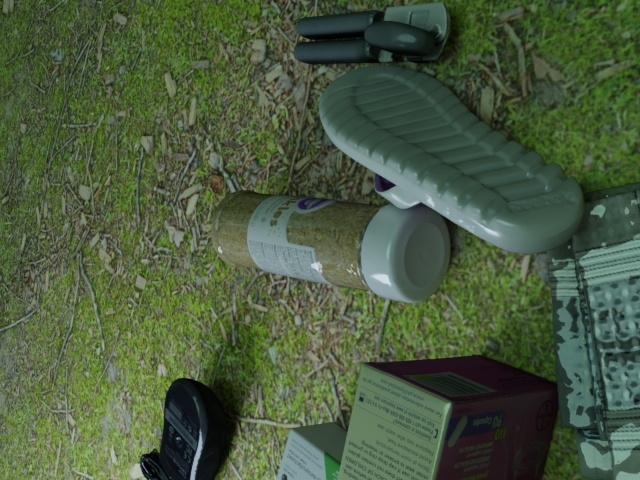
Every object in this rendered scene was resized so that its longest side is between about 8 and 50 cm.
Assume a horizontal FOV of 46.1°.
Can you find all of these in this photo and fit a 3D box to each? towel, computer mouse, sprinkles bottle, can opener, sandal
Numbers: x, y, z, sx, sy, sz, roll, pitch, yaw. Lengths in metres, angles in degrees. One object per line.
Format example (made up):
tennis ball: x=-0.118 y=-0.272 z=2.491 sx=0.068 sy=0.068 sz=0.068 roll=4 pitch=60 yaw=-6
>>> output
towel: x=0.364 y=0.080 z=0.703 sx=0.324 sy=0.056 sz=0.312 roll=-15 pitch=76 yaw=43
computer mouse: x=-0.212 y=0.334 z=1.238 sx=0.188 sy=0.072 sz=0.272 roll=40 pitch=125 yaw=37
sprinkles bottle: x=0.000 y=0.000 z=1.021 sx=0.356 sy=0.121 sz=0.121 roll=8 pitch=91 yaw=45
can opener: x=0.058 y=-0.282 z=1.022 sx=0.280 sy=0.093 sz=0.074 roll=13 pitch=96 yaw=49
sandal: x=0.126 y=-0.090 z=0.895 sx=0.416 sy=0.170 sz=0.102 roll=49 pitch=154 yaw=46

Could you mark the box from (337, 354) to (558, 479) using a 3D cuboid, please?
box: x=0.131 y=0.257 z=0.801 sx=0.117 sy=0.214 sz=0.242 roll=18 pitch=98 yaw=45

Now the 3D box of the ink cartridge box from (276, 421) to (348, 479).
ink cartridge box: x=0.009 y=0.371 z=0.997 sx=0.153 sy=0.087 sz=0.208 roll=24 pitch=103 yaw=44
